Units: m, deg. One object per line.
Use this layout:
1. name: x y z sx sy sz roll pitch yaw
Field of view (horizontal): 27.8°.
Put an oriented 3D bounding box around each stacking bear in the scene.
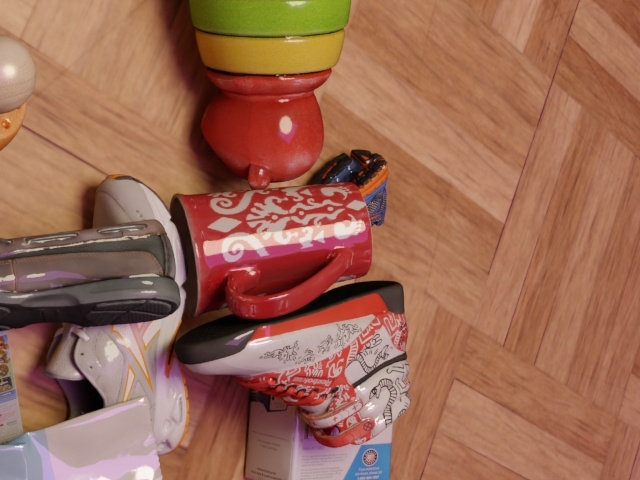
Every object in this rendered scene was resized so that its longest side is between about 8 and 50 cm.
1. stacking bear: -0.053 -0.195 1.215 0.175 0.164 0.289 -51 143 -68

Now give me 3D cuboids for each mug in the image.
1. mug: -0.041 0.017 1.189 0.169 0.113 0.150 -9 62 -18

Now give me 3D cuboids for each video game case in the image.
1. video game case: -0.301 0.136 1.108 0.087 0.011 0.122 -14 102 -40

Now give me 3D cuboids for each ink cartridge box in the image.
1. ink cartridge box: 0.004 0.154 1.335 0.139 0.082 0.191 5 88 -42

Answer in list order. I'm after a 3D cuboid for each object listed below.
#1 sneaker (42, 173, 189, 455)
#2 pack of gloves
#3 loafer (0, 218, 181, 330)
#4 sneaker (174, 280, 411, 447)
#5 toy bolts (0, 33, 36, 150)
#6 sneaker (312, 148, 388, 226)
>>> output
1. sneaker: -0.189 0.074 1.152 0.121 0.099 0.262 -8 97 -37
2. pack of gloves: -0.237 0.255 1.097 0.232 0.046 0.195 -12 102 -20
3. loafer: -0.252 0.026 1.074 0.267 0.096 0.084 0 68 -18
4. sneaker: -0.012 0.130 1.200 0.270 0.090 0.145 -13 99 -46
5. toy bolts: -0.327 -0.079 0.935 0.218 0.158 0.228 30 54 -35
6. sneaker: 0.000 0.000 1.328 0.221 0.083 0.087 -40 130 -27
